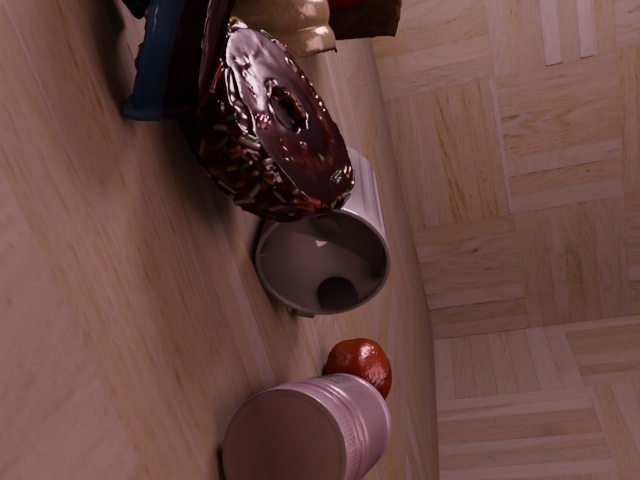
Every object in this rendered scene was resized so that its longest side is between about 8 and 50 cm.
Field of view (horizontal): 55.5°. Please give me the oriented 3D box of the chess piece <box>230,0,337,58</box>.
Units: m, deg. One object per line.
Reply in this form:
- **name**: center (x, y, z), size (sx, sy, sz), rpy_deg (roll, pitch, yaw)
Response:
- **chess piece**: center (-0.064, -0.357, 0.753), size (0.142, 0.143, 0.260), rpy_deg (-66, 150, -67)

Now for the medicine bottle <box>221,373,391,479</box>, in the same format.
- **medicine bottle**: center (-0.002, 0.218, 0.673), size (0.250, 0.133, 0.133), rpy_deg (34, 48, -74)

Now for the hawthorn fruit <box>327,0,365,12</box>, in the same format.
- **hawthorn fruit**: center (0.004, -0.481, 0.943), size (0.307, 0.265, 0.265), rpy_deg (-41, 132, -25)

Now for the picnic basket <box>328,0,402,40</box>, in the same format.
- **picnic basket**: center (0.051, -0.583, 1.197), size (0.321, 0.254, 0.291), rpy_deg (86, 3, -50)

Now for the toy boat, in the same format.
- **toy boat**: center (-0.125, -0.207, 0.513), size (0.100, 0.097, 0.223), rpy_deg (66, 38, -84)

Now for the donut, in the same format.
- **donut**: center (-0.060, -0.120, 0.650), size (0.235, 0.089, 0.235), rpy_deg (39, 35, -35)

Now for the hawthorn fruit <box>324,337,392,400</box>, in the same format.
- **hawthorn fruit**: center (0.062, 0.223, 0.987), size (0.128, 0.128, 0.128), rpy_deg (-10, 90, -77)

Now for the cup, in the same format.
- **cup**: center (-0.010, -0.010, 0.839), size (0.167, 0.221, 0.202), rpy_deg (36, 30, -21)
